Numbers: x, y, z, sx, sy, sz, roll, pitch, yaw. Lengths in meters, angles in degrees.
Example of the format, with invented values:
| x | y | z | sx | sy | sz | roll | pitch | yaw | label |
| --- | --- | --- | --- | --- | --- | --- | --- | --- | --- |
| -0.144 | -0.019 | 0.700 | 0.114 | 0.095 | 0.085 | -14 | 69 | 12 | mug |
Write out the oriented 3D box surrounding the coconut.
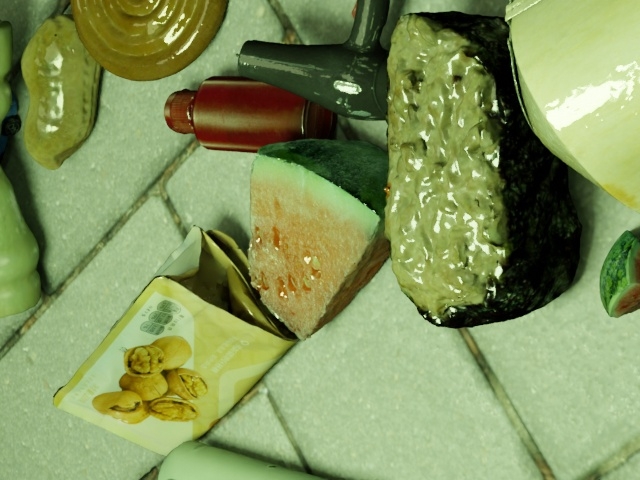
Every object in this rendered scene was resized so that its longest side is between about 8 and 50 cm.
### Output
| x | y | z | sx | sy | sz | roll | pitch | yaw | label |
| --- | --- | --- | --- | --- | --- | --- | --- | --- | --- |
| 0.328 | -0.175 | 1.275 | 0.323 | 0.323 | 0.323 | 6 | 99 | 41 | coconut |

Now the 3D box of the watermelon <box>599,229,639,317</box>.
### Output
| x | y | z | sx | sy | sz | roll | pitch | yaw | label |
| --- | --- | --- | --- | --- | --- | --- | --- | --- | --- |
| 0.332 | 0.034 | 1.452 | 0.084 | 0.072 | 0.092 | -41 | 29 | 48 | watermelon |

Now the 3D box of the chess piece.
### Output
| x | y | z | sx | sy | sz | roll | pitch | yaw | label |
| --- | --- | --- | --- | --- | --- | --- | --- | --- | --- |
| -0.551 | -0.113 | 2.052 | 0.234 | 0.234 | 0.442 | 14 | 112 | 39 | chess piece |

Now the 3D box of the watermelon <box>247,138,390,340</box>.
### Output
| x | y | z | sx | sy | sz | roll | pitch | yaw | label |
| --- | --- | --- | --- | --- | --- | --- | --- | --- | --- |
| 0.000 | 0.000 | 1.697 | 0.193 | 0.140 | 0.257 | 38 | 128 | 26 | watermelon |

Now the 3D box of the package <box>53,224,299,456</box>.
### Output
| x | y | z | sx | sy | sz | roll | pitch | yaw | label |
| --- | --- | --- | --- | --- | --- | --- | --- | --- | --- |
| -0.196 | 0.129 | 1.878 | 0.311 | 0.221 | 0.165 | -47 | 26 | 36 | package |

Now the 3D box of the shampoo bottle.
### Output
| x | y | z | sx | sy | sz | roll | pitch | yaw | label |
| --- | --- | --- | --- | --- | --- | --- | --- | --- | --- |
| -0.098 | -0.165 | 1.788 | 0.260 | 0.064 | 0.102 | 6 | 94 | 41 | shampoo bottle |

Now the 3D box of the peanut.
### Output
| x | y | z | sx | sy | sz | roll | pitch | yaw | label |
| --- | --- | --- | --- | --- | --- | --- | --- | --- | --- |
| -0.387 | -0.219 | 2.008 | 0.110 | 0.120 | 0.236 | -103 | 26 | -66 | peanut |

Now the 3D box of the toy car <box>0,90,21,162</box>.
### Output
| x | y | z | sx | sy | sz | roll | pitch | yaw | label |
| --- | --- | --- | --- | --- | --- | --- | --- | --- | --- |
| -0.548 | -0.158 | 2.185 | 0.103 | 0.063 | 0.216 | 41 | 120 | 31 | toy car |

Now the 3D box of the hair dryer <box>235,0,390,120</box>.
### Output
| x | y | z | sx | sy | sz | roll | pitch | yaw | label |
| --- | --- | --- | --- | --- | --- | --- | --- | --- | --- |
| 0.025 | -0.286 | 1.621 | 0.235 | 0.091 | 0.272 | 15 | 106 | 16 | hair dryer |

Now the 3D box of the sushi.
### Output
| x | y | z | sx | sy | sz | roll | pitch | yaw | label |
| --- | --- | --- | --- | --- | --- | --- | --- | --- | --- |
| 0.167 | -0.079 | 1.498 | 0.211 | 0.171 | 0.350 | -1 | 93 | 43 | sushi |

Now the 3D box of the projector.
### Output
| x | y | z | sx | sy | sz | roll | pitch | yaw | label |
| --- | --- | --- | --- | --- | --- | --- | --- | --- | --- |
| -0.064 | 0.346 | 1.793 | 0.337 | 0.108 | 0.108 | 8 | 100 | 40 | projector |

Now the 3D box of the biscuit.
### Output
| x | y | z | sx | sy | sz | roll | pitch | yaw | label |
| --- | --- | --- | --- | --- | --- | --- | --- | --- | --- |
| -0.241 | -0.348 | 1.875 | 0.262 | 0.037 | 0.262 | 0 | 90 | 28 | biscuit |
